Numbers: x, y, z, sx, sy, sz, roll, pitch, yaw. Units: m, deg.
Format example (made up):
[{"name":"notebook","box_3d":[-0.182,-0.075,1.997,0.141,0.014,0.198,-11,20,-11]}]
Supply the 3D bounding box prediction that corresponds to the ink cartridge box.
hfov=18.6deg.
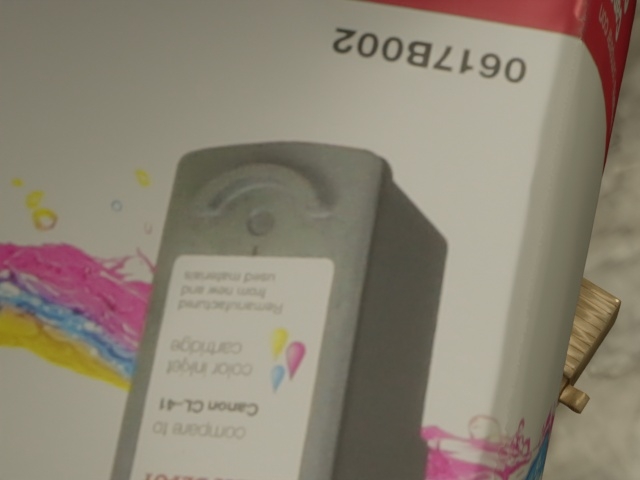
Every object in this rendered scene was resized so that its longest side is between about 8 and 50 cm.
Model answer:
[{"name":"ink cartridge box","box_3d":[-0.051,0.028,0.509,0.226,0.131,0.306,10,74,11]}]

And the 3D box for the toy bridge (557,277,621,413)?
[{"name":"toy bridge","box_3d":[0.000,0.000,0.594,0.188,0.026,0.063,32,76,14]}]
